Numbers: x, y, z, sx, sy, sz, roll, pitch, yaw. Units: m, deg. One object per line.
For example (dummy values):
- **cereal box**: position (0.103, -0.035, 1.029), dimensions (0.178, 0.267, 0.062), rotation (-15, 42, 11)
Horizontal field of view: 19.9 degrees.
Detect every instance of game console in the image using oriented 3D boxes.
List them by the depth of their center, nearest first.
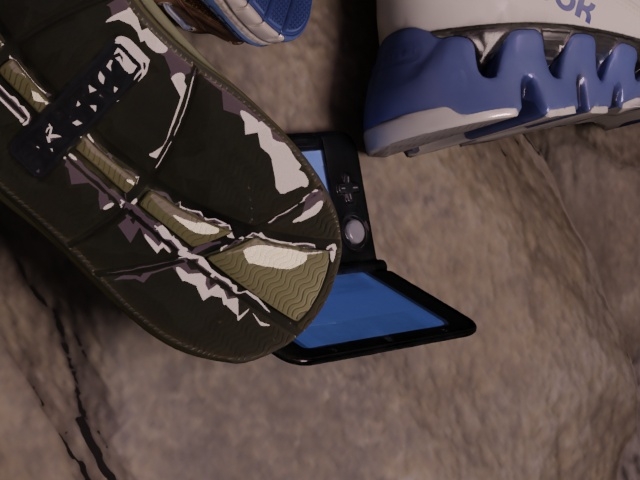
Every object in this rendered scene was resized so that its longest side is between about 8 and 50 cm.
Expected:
- **game console**: position (0.000, 0.000, 0.813), dimensions (0.122, 0.071, 0.107), rotation (-6, 85, -45)

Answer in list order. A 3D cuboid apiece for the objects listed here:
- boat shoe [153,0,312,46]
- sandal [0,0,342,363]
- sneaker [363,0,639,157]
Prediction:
- **boat shoe**: position (-0.077, -0.140, 0.758), dimensions (0.183, 0.066, 0.066), rotation (50, 45, -41)
- **sandal**: position (-0.111, -0.074, 0.713), dimensions (0.120, 0.086, 0.303), rotation (-38, 108, -5)
- **sneaker**: position (0.137, -0.150, 0.941), dimensions (0.315, 0.127, 0.182), rotation (-9, 90, -43)
